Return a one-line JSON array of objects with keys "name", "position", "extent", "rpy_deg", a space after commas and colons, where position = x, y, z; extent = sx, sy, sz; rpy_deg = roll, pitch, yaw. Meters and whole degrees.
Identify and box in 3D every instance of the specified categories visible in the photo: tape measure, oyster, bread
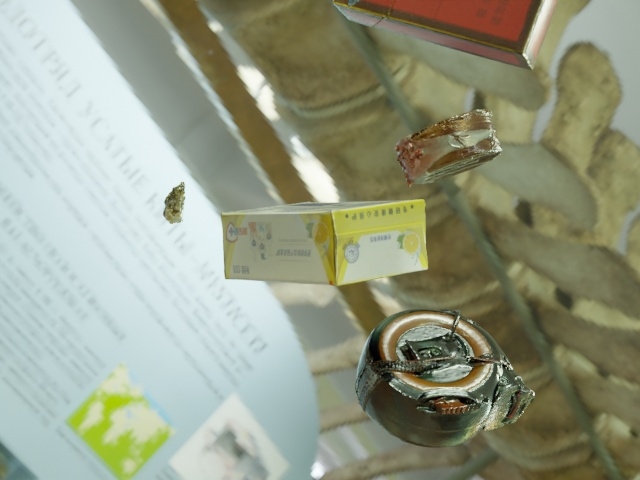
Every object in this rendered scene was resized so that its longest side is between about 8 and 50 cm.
[{"name": "tape measure", "position": [0.160, 0.187, 1.713], "extent": [0.202, 0.223, 0.135], "rpy_deg": [52, -37, 40]}, {"name": "oyster", "position": [-0.211, -0.053, 1.783], "extent": [0.034, 0.051, 0.093], "rpy_deg": [15, 15, -4]}, {"name": "bread", "position": [0.194, -0.138, 1.858], "extent": [0.073, 0.160, 0.160], "rpy_deg": [70, -19, 4]}]

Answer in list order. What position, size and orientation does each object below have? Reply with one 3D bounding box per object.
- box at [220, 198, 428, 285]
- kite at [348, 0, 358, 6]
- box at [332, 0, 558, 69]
[{"name": "box", "position": [0.000, 0.000, 1.680], "extent": [0.265, 0.168, 0.097], "rpy_deg": [0, -83, 51]}, {"name": "kite", "position": [0.028, -0.240, 1.065], "extent": [0.090, 0.004, 0.122], "rpy_deg": [99, -19, -53]}, {"name": "box", "position": [0.151, -0.300, 1.395], "extent": [0.240, 0.153, 0.074], "rpy_deg": [20, 1, 23]}]
